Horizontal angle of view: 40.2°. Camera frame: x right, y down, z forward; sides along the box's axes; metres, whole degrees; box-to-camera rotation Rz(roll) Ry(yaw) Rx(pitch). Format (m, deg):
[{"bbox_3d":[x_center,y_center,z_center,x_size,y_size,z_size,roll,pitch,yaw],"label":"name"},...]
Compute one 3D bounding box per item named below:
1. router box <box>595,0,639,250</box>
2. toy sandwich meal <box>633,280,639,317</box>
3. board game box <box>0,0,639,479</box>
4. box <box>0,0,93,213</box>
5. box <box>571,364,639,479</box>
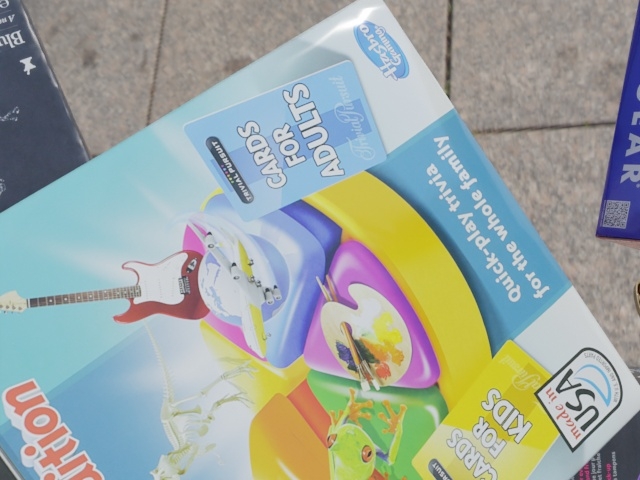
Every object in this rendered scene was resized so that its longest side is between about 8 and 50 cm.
[{"bbox_3d":[0.497,-0.137,1.092,0.082,0.301,0.335,9,86,55],"label":"router box"},{"bbox_3d":[0.556,0.103,1.481,0.029,0.086,0.085,-16,63,33],"label":"toy sandwich meal"},{"bbox_3d":[-0.039,0.075,0.409,0.336,0.079,0.253,-36,94,-23],"label":"board game box"},{"bbox_3d":[-0.232,-0.055,0.557,0.156,0.093,0.158,-24,89,-12],"label":"box"},{"bbox_3d":[0.201,0.209,0.794,0.271,0.143,0.165,-3,90,-17],"label":"box"}]
